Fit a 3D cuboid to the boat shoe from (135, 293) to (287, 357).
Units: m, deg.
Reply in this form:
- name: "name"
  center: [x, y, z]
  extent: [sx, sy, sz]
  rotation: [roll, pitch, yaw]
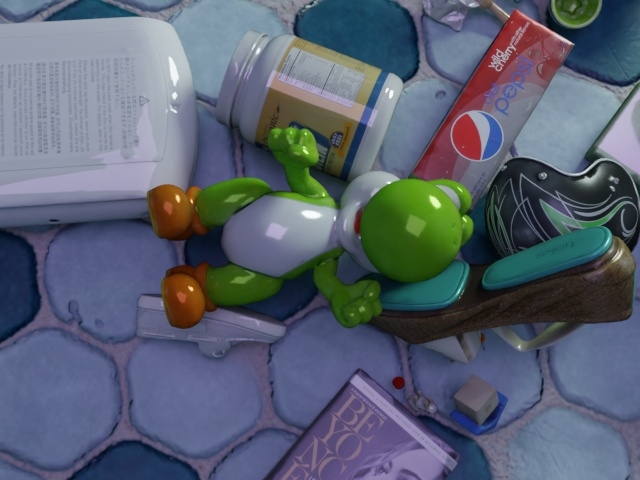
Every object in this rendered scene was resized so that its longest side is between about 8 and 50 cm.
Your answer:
- name: "boat shoe"
  center: [-0.135, 0.108, 0.981]
  extent: [0.184, 0.066, 0.063]
  rotation: [10, 92, -3]

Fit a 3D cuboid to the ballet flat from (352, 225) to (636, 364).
- name: "ballet flat"
  center: [0.191, 0.076, 0.923]
  extent: [0.343, 0.116, 0.124]
  rotation: [-15, 114, 33]

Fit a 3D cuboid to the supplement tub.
- name: "supplement tub"
  center: [-0.013, -0.166, 0.997]
  extent: [0.200, 0.144, 0.144]
  rotation: [21, 78, 2]

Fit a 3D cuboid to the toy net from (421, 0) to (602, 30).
- name: "toy net"
  center: [0.252, -0.340, 1.073]
  extent: [0.232, 0.045, 0.122]
  rotation: [-2, 104, 0]

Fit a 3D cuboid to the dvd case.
- name: "dvd case"
  center: [0.038, 0.290, 0.971]
  extent: [0.164, 0.018, 0.221]
  rotation: [41, 80, 6]

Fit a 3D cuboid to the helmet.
- name: "helmet"
  center: [0.281, -0.023, 0.974]
  extent: [0.162, 0.169, 0.169]
  rotation: [-12, 79, -19]

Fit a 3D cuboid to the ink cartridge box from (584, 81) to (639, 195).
- name: "ink cartridge box"
  center: [0.480, -0.157, 1.037]
  extent: [0.171, 0.056, 0.235]
  rotation: [35, 92, 5]

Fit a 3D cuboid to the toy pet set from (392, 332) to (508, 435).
- name: "toy pet set"
  center: [0.170, 0.176, 0.991]
  extent: [0.114, 0.065, 0.122]
  rotation: [32, 66, 36]

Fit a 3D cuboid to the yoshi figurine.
- name: "yoshi figurine"
  center: [0.000, -0.008, 0.890]
  extent: [0.363, 0.203, 0.203]
  rotation: [-9, 47, -3]

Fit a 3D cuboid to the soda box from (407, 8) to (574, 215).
- name: "soda box"
  center: [0.212, -0.157, 1.036]
  extent: [0.092, 0.083, 0.263]
  rotation: [32, 78, 4]

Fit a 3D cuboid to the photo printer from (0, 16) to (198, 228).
- name: "photo printer"
  center: [-0.306, -0.146, 1.000]
  extent: [0.308, 0.107, 0.255]
  rotation: [-5, 79, -4]
